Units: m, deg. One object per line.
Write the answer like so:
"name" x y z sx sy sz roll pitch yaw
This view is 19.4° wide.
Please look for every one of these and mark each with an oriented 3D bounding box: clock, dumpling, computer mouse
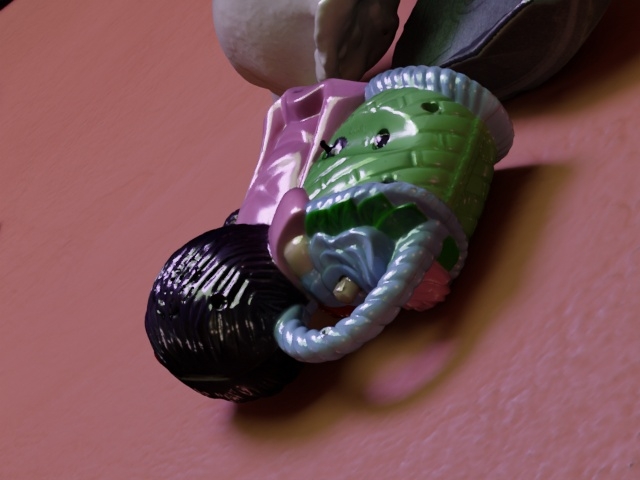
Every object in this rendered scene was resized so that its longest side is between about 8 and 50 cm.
"clock" 0.000 0.000 1.055 0.194 0.100 0.195 -5 45 51
"dumpling" -0.006 -0.139 1.214 0.229 0.124 0.151 118 144 -68
"computer mouse" 0.114 -0.136 1.139 0.231 0.071 0.126 -28 41 58

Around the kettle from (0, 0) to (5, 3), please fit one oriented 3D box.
"kettle" -0.398 -0.398 2.211 0.268 0.207 0.290 31 80 36
